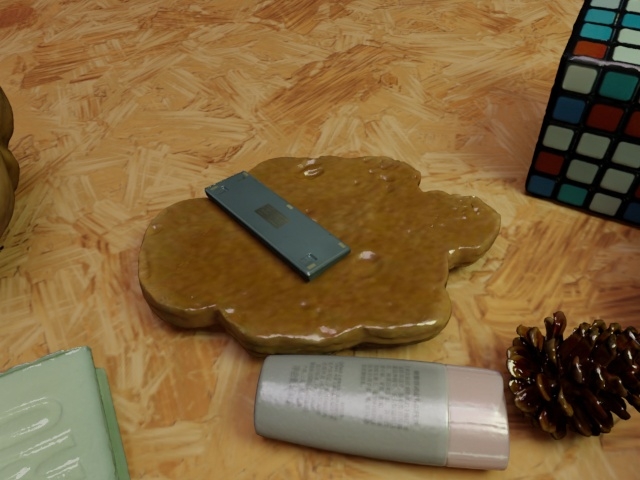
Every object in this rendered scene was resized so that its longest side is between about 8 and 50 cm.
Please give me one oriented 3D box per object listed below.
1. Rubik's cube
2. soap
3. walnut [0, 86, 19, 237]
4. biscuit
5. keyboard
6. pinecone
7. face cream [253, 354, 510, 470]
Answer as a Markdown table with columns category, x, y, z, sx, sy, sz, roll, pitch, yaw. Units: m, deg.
| category | x | y | z | sx | sy | sz | roll | pitch | yaw |
| --- | --- | --- | --- | --- | --- | --- | --- | --- | --- |
| Rubik's cube | 0.348 | -0.144 | 0.573 | 0.184 | 0.187 | 0.182 | 18 | 53 | 22 |
| soap | -0.208 | 0.188 | 0.402 | 0.114 | 0.063 | 0.198 | -21 | 51 | -16 |
| walnut | -0.493 | -0.082 | 0.521 | 0.343 | 0.306 | 0.306 | -12 | 48 | 3 |
| biscuit | 0.000 | 0.003 | 0.557 | 0.375 | 0.051 | 0.269 | -5 | 46 | 0 |
| keyboard | -0.049 | -0.021 | 0.542 | 0.055 | 0.014 | 0.176 | -33 | 51 | -27 |
| pinecone | 0.209 | 0.103 | 0.423 | 0.109 | 0.102 | 0.102 | -21 | 43 | 26 |
| face cream | 0.048 | 0.135 | 0.435 | 0.198 | 0.057 | 0.084 | 5 | 50 | 6 |
